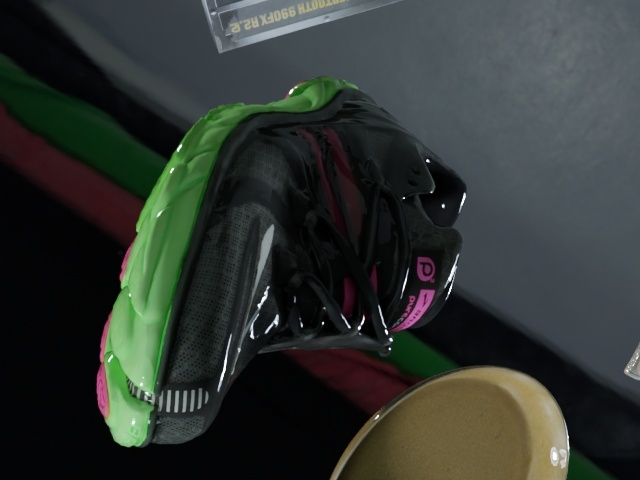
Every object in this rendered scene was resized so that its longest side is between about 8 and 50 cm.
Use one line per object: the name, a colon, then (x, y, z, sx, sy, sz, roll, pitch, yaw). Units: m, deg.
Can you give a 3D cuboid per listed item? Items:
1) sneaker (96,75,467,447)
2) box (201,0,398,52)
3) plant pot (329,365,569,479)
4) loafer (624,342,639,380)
sneaker: (0.000, 0.000, 0.815, 0.202, 0.185, 0.483, 28, -149, 10)
box: (-0.014, -0.298, 1.047, 0.056, 0.231, 0.183, -111, 5, -47)
plant pot: (0.095, 0.201, 0.863, 0.236, 0.236, 0.032, 20, -171, -34)
loafer: (0.406, 0.112, 1.346, 0.039, 0.125, 0.045, 14, 178, 31)
